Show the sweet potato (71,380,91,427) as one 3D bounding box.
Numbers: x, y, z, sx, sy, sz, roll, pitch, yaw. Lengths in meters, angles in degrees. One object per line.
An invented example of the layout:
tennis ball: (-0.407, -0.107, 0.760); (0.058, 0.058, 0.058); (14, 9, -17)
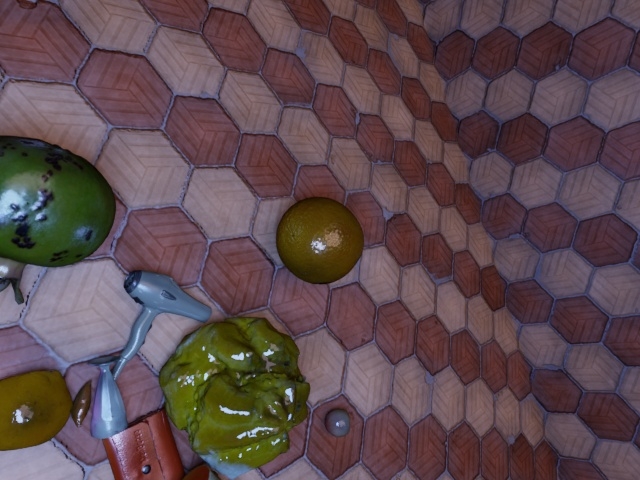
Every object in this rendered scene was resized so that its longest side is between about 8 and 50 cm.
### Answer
sweet potato: (-0.507, 0.347, 0.914); (0.034, 0.034, 0.095); (25, 51, -33)

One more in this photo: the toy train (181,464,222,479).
toy train: (-0.242, 0.636, 0.962); (0.177, 0.116, 0.285); (-47, 121, -32)

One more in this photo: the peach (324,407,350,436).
peach: (0.052, 0.552, 1.302); (0.083, 0.083, 0.083); (14, 68, -37)

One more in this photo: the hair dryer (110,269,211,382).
hair dryer: (-0.381, 0.216, 1.053); (0.229, 0.092, 0.267); (14, 81, -44)

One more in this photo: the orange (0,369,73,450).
orange: (-0.567, 0.329, 0.822); (0.160, 0.112, 0.170); (47, 63, -20)

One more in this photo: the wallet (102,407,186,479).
wallet: (-0.386, 0.502, 0.960); (0.142, 0.045, 0.204); (-16, 87, -42)

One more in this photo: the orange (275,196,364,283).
orange: (0.000, 0.000, 1.307); (0.274, 0.274, 0.274); (14, 68, -37)

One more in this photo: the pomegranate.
pomegranate: (-0.564, -0.043, 0.825); (0.291, 0.291, 0.323); (31, 59, -30)

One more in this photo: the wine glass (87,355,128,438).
wine glass: (-0.458, 0.331, 0.916); (0.073, 0.073, 0.155); (-7, 91, -42)

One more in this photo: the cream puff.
cream puff: (-0.173, 0.358, 1.037); (0.378, 0.275, 0.378); (14, 66, -36)
